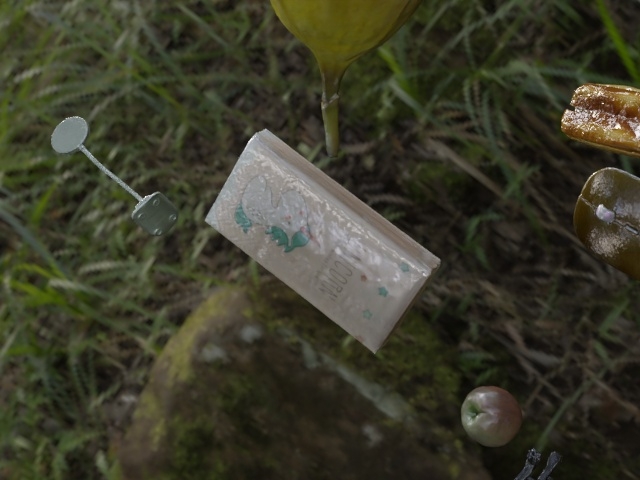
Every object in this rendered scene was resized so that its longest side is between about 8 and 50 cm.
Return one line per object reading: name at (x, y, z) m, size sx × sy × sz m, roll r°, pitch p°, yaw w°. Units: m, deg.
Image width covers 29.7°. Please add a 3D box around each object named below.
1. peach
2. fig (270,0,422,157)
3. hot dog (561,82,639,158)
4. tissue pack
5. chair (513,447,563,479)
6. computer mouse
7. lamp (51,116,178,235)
peach at (0.226, 0.231, 1.585) m, size 0.083 × 0.083 × 0.083 m, roll -44°, pitch 25°, yaw 26°
fig at (0.020, -0.192, 0.971) m, size 0.159 × 0.159 × 0.257 m, roll -122°, pitch 34°, yaw -66°
hot dog at (0.442, -0.172, 1.751) m, size 0.100 × 0.068 × 0.249 m, roll -64°, pitch 28°, yaw 3°
tissue pack at (0.000, 0.000, 1.733) m, size 0.170 × 0.325 × 0.071 m, roll -59°, pitch -13°, yaw 28°
chair at (0.233, 0.363, 1.368) m, size 0.113 × 0.106 × 0.229 m, roll 36°, pitch 96°, yaw 29°
computer mouse at (0.444, -0.004, 1.568) m, size 0.056 × 0.245 × 0.126 m, roll -29°, pitch -36°, yaw -55°
lamp at (-0.245, -0.078, 1.412) m, size 0.050 × 0.056 × 0.198 m, roll -48°, pitch 58°, yaw -2°
